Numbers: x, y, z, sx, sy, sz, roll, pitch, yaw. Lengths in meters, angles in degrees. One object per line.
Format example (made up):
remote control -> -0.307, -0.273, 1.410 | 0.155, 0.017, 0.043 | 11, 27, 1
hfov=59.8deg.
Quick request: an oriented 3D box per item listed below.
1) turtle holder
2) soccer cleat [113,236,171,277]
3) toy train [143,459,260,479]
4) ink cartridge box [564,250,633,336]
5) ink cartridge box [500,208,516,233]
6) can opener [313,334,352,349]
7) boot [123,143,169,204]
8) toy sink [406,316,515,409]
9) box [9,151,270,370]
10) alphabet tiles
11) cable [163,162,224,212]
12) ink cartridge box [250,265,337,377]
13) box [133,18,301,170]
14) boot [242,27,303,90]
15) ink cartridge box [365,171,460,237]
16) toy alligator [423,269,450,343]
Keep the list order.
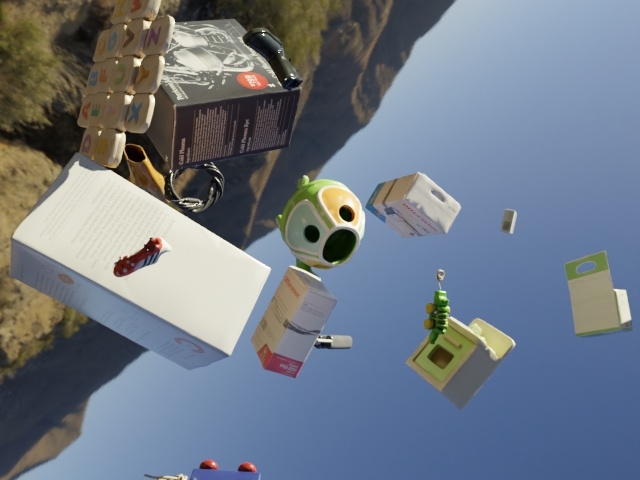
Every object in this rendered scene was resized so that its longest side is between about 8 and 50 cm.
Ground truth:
turtle holder -> -0.007, -0.014, 1.641 | 0.320, 0.243, 0.227 | -44, -143, 7
soccer cleat -> -0.231, 0.025, 0.721 | 0.083, 0.029, 0.035 | -34, 152, 11
toy train -> -0.258, 0.573, 1.224 | 0.105, 0.248, 0.143 | -84, 177, -69
ink cartridge box -> 0.830, 0.165, 1.674 | 0.171, 0.056, 0.235 | 141, -49, -64
ink cartridge box -> 0.524, -0.051, 1.546 | 0.115, 0.029, 0.062 | 3, 99, -68
can opener -> 0.019, 0.305, 1.808 | 0.076, 0.283, 0.095 | -2, -100, 28
boot -> -0.649, -0.257, 1.993 | 0.104, 0.211, 0.295 | -40, -137, -23
toy sink -> 0.370, 0.297, 1.480 | 0.234, 0.131, 0.153 | -48, -146, -4
box -> -0.295, 0.052, 0.909 | 0.215, 0.345, 0.168 | -31, -150, 56
alphabet tiles -> -0.316, -0.257, 0.870 | 0.278, 0.021, 0.284 | 17, -86, 48
cable -> -0.359, -0.152, 1.569 | 0.047, 0.150, 0.184 | 1, -147, 46
ink cartridge box -> -0.067, 0.190, 1.329 | 0.218, 0.092, 0.158 | -63, -155, 8
box -> -0.274, -0.361, 1.328 | 0.313, 0.343, 0.179 | -19, 144, -31
boot -> -0.084, -0.328, 1.017 | 0.045, 0.099, 0.121 | -29, 173, 23
ink cartridge box -> 0.216, -0.080, 1.325 | 0.082, 0.140, 0.191 | -57, -163, -13
toy alligator -> 0.301, 0.167, 1.392 | 0.051, 0.056, 0.189 | 0, -99, 65
